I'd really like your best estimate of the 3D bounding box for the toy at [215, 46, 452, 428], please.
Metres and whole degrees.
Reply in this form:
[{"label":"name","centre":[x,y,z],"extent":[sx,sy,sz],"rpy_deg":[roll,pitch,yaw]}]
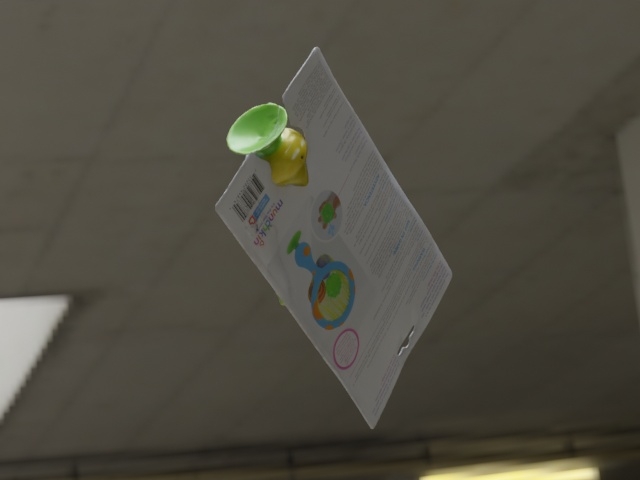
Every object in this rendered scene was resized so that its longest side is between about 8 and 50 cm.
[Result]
[{"label":"toy","centre":[0.000,0.000,1.294],"extent":[0.056,0.137,0.237],"rpy_deg":[10,-33,34]}]
